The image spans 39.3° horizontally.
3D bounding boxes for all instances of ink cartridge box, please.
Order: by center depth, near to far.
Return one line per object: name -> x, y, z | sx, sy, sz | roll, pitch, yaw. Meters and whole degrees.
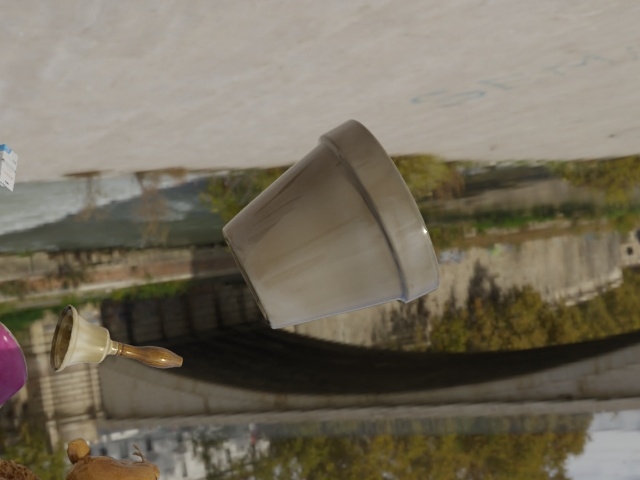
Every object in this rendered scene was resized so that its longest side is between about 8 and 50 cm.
ink cartridge box -> -0.622, -0.140, 1.756 | 0.028, 0.083, 0.048 | -9, 151, 12

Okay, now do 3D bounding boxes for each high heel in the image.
high heel -> -0.413, 0.174, 1.024 | 0.117, 0.082, 0.244 | -38, 176, -40

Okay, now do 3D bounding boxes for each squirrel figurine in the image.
squirrel figurine -> -0.482, 0.530, 1.709 | 0.396, 0.281, 0.370 | -3, 153, -19

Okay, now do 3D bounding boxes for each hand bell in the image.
hand bell -> -0.377, 0.208, 1.714 | 0.242, 0.126, 0.126 | 15, 166, -28

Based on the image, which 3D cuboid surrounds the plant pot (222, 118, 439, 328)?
plant pot -> 0.000, 0.000, 1.499 | 0.280, 0.323, 0.323 | -26, 180, -8
